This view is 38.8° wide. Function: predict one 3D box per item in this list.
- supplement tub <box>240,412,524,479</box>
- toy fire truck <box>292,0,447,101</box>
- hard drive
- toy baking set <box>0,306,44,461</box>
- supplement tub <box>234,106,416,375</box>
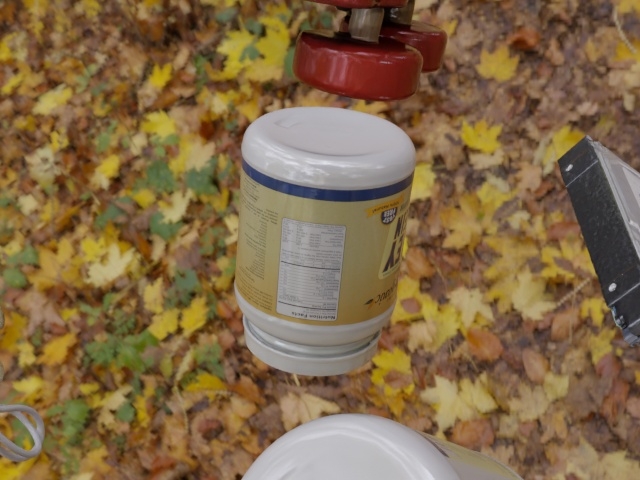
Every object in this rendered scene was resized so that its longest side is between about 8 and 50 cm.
[{"bbox_3d":[0.085,0.298,0.833,0.236,0.325,0.235,-12,65,28],"label":"supplement tub"},{"bbox_3d":[-0.016,-0.236,0.752,0.254,0.169,0.302,15,22,11],"label":"toy fire truck"},{"bbox_3d":[0.410,0.037,1.079,0.064,0.237,0.338,-44,24,30],"label":"hard drive"},{"bbox_3d":[-0.284,0.111,0.702,0.030,0.197,0.256,-21,80,14],"label":"toy baking set"},{"bbox_3d":[0.000,0.000,1.226,0.229,0.316,0.228,4,27,-2],"label":"supplement tub"}]
